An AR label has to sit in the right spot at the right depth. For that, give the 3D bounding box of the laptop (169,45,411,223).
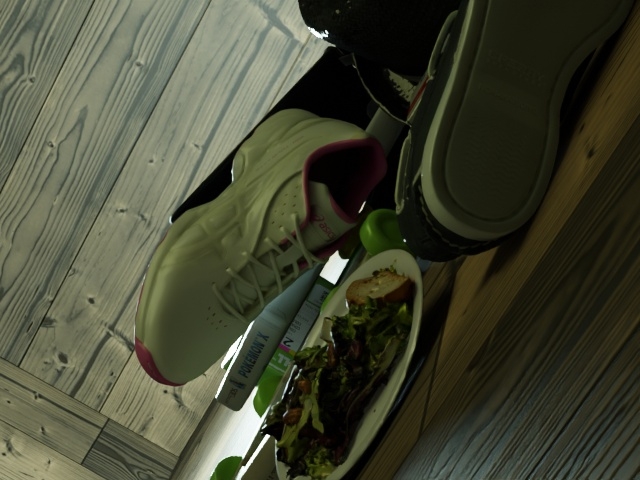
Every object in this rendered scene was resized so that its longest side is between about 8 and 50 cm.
[{"bbox_3d":[-0.029,-0.199,1.894,0.382,0.236,0.408,35,-136,-68],"label":"laptop"}]

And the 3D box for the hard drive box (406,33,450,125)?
[{"bbox_3d":[0.165,-0.180,1.216,0.232,0.089,0.181,-60,2,12],"label":"hard drive box"}]

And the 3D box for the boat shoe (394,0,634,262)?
[{"bbox_3d":[0.127,-0.123,1.047,0.302,0.114,0.091,-61,8,-25],"label":"boat shoe"}]

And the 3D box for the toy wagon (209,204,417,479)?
[{"bbox_3d":[0.011,0.091,1.409,0.267,0.068,0.344,-58,2,39],"label":"toy wagon"}]

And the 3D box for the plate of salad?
[{"bbox_3d":[0.011,0.093,1.146,0.200,0.048,0.200,-49,26,34],"label":"plate of salad"}]

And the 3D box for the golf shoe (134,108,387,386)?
[{"bbox_3d":[-0.053,0.002,1.400,0.140,0.115,0.306,7,58,49],"label":"golf shoe"}]

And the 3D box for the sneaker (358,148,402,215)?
[{"bbox_3d":[0.082,-0.059,1.856,0.089,0.051,0.170,-73,9,-58],"label":"sneaker"}]

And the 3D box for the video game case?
[{"bbox_3d":[0.000,0.000,1.638,0.329,0.036,0.300,-60,-1,-26],"label":"video game case"}]

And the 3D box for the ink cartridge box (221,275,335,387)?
[{"bbox_3d":[-0.073,0.165,1.885,0.255,0.097,0.189,-60,3,-15],"label":"ink cartridge box"}]

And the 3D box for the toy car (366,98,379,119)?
[{"bbox_3d":[0.129,-0.210,1.741,0.149,0.155,0.188,-69,-3,-73],"label":"toy car"}]

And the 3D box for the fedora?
[{"bbox_3d":[0.084,-0.262,1.428,0.334,0.152,0.334,-6,83,55],"label":"fedora"}]
